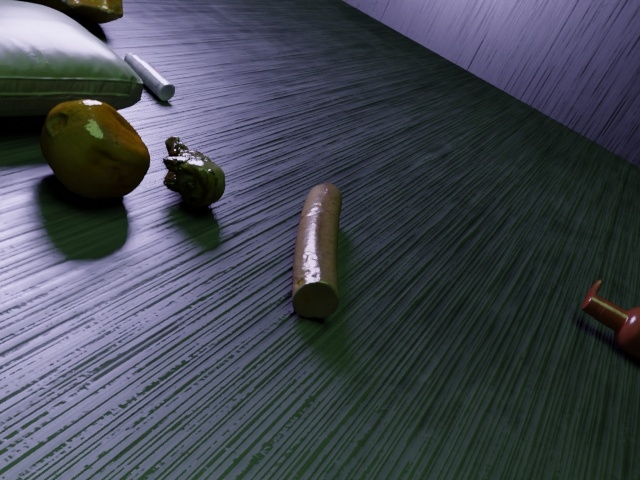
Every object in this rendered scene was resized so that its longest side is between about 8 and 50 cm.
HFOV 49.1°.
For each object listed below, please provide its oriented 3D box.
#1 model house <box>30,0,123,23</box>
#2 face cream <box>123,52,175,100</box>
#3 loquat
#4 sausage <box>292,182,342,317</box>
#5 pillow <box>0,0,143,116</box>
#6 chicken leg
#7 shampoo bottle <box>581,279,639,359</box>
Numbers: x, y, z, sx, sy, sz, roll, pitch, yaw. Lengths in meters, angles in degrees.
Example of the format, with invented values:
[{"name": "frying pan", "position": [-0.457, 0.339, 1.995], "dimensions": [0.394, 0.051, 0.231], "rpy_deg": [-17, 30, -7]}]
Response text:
[{"name": "model house", "position": [-0.512, -0.531, 1.314], "dimensions": [0.239, 0.173, 0.268], "rpy_deg": [0, 35, -42]}, {"name": "face cream", "position": [-0.304, -0.292, 1.231], "dimensions": [0.130, 0.034, 0.034], "rpy_deg": [42, 31, 28]}, {"name": "loquat", "position": [-0.276, -0.112, 0.867], "dimensions": [0.137, 0.113, 0.137], "rpy_deg": [32, 6, -4]}, {"name": "sausage", "position": [-0.001, -0.001, 0.961], "dimensions": [0.065, 0.066, 0.301], "rpy_deg": [21, 26, -9]}, {"name": "pillow", "position": [-0.433, -0.251, 0.959], "dimensions": [0.255, 0.120, 0.322], "rpy_deg": [39, 32, 26]}, {"name": "chicken leg", "position": [-0.189, -0.106, 0.977], "dimensions": [0.093, 0.070, 0.178], "rpy_deg": [29, 14, -35]}, {"name": "shampoo bottle", "position": [0.537, 0.158, 1.124], "dimensions": [0.244, 0.085, 0.085], "rpy_deg": [33, 28, 10]}]
